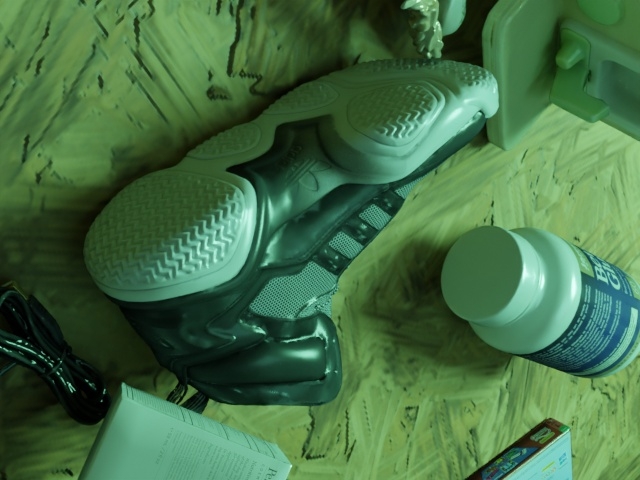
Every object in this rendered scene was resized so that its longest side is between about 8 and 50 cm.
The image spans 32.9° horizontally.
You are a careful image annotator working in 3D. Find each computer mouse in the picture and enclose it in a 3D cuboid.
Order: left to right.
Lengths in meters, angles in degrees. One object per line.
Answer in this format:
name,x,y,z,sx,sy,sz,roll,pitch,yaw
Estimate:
computer mouse,-0.199,0.111,0.547,0.193,0.042,0.106,-43,132,-20

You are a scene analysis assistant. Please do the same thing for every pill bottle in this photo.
pill bottle,0.166,0.044,0.808,0.169,0.094,0.094,21,93,-45

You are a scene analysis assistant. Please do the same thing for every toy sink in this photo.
toy sink,0.231,-0.152,0.726,0.234,0.131,0.153,-48,154,-16

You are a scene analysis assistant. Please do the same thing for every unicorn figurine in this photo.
unicorn figurine,0.086,-0.179,0.669,0.162,0.060,0.111,-55,143,-17

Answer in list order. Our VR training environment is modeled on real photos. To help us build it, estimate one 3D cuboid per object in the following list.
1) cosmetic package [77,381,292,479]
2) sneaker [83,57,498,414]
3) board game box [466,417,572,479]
cosmetic package,-0.109,0.205,0.570,0.099,0.060,0.239,24,86,-9
sneaker,0.000,0.000,0.642,0.268,0.101,0.153,-30,126,-22
board game box,0.113,0.277,0.905,0.281,0.027,0.145,-28,123,-31
